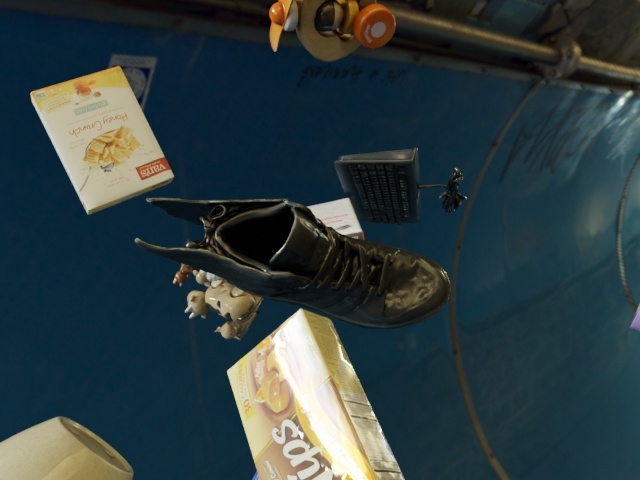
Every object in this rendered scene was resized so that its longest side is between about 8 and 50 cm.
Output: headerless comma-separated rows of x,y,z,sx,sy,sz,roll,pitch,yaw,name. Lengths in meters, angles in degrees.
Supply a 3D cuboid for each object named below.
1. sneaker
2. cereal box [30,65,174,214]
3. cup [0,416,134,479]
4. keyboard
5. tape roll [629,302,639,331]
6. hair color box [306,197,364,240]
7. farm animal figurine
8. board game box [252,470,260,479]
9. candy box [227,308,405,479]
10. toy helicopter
-0.008,0.012,0.336,0.170,0.089,0.051,9,-106,6,sneaker
-0.406,-0.190,1.121,0.173,0.047,0.240,-27,-90,-25,cereal box
-0.460,0.448,1.013,0.331,0.331,0.237,39,-108,-1,cup
0.141,-0.078,0.971,0.317,0.201,0.033,51,-145,-73,keyboard
0.752,0.121,1.299,0.080,0.189,0.189,25,-151,26,tape roll
0.000,0.000,0.686,0.167,0.093,0.054,-95,-7,-76,hair color box
-0.277,0.174,1.676,0.330,0.326,0.172,49,-118,-24,farm animal figurine
-0.056,0.464,1.224,0.065,0.318,0.319,32,-119,-7,board game box
-0.015,0.285,0.899,0.087,0.183,0.317,26,-151,-47,candy box
-0.013,-0.492,1.113,0.140,0.234,0.355,61,177,42,toy helicopter
